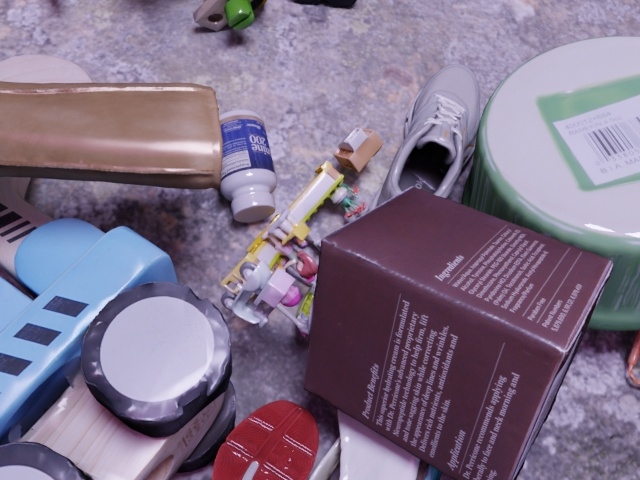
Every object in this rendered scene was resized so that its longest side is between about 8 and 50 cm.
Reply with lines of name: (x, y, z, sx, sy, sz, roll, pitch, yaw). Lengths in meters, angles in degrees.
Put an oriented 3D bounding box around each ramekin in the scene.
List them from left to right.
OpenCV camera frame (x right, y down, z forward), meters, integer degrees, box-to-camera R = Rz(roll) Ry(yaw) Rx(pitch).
ramekin: (0.305, -0.073, 0.598, 0.303, 0.148, 0.304, -6, 58, 10)

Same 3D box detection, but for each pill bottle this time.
pill bottle: (-0.088, -0.086, 0.660, 0.067, 0.067, 0.120, -11, 72, -9)

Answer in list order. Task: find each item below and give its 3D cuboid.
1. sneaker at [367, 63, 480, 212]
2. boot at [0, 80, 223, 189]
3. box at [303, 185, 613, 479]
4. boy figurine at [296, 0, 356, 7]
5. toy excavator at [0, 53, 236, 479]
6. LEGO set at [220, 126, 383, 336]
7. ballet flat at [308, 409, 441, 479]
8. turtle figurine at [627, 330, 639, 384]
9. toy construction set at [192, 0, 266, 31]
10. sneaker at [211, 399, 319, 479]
sneaker: (0.141, -0.115, 0.663, 0.099, 0.121, 0.263, 22, 70, 2)
boot: (-0.234, -0.123, 0.510, 0.269, 0.089, 0.236, -4, 49, -14)
box: (0.117, 0.078, 0.508, 0.203, 0.169, 0.167, 25, 34, 27)
boy figurine: (0.002, -0.474, 0.794, 0.177, 0.092, 0.285, 1, 70, -4)
toy excavator: (-0.266, 0.041, 0.528, 0.445, 0.222, 0.433, 31, 61, 11)
LEGO set: (0.000, 0.000, 0.622, 0.107, 0.132, 0.287, 42, 49, -7)
ballet flat: (0.013, 0.333, 0.504, 0.139, 0.139, 0.400, 19, 66, 2)
turtle figurine: (0.496, 0.120, 0.604, 0.269, 0.087, 0.217, -42, 86, 2)
toy construction set: (-0.196, -0.368, 0.691, 0.308, 0.257, 0.237, -16, 85, 11)
sneaker: (-0.081, 0.261, 0.532, 0.087, 0.128, 0.221, 31, 41, 9)
